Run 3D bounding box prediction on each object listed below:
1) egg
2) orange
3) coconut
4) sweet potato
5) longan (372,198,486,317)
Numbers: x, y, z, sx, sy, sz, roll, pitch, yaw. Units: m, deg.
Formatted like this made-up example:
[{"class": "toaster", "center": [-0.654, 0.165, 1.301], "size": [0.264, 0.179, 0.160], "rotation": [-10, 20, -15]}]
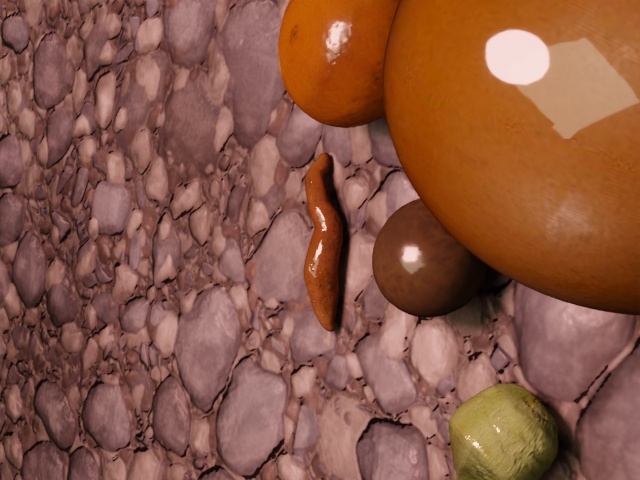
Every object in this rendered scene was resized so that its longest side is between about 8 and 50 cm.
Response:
[{"class": "egg", "center": [0.201, -0.094, 0.786], "size": [0.351, 0.282, 0.283], "rotation": [26, 106, 35]}, {"class": "orange", "center": [0.031, -0.180, 1.098], "size": [0.156, 0.124, 0.156], "rotation": [-31, 55, 59]}, {"class": "coconut", "center": [0.145, 0.165, 0.973], "size": [0.096, 0.088, 0.088], "rotation": [-42, 52, 2]}, {"class": "sweet potato", "center": [0.004, 0.000, 1.176], "size": [0.044, 0.044, 0.179], "rotation": [-9, 82, 47]}, {"class": "longan", "center": [0.098, 0.012, 1.033], "size": [0.113, 0.092, 0.113], "rotation": [-24, 48, 29]}]
